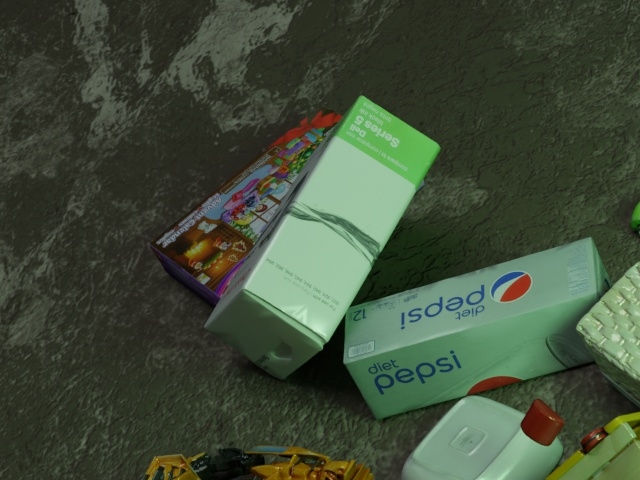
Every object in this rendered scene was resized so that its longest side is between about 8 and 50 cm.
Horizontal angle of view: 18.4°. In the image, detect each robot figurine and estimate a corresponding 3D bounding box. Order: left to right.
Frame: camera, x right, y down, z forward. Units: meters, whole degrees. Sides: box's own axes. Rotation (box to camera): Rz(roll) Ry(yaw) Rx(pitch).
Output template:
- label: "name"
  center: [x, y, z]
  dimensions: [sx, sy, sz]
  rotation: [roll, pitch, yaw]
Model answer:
- label: "robot figurine"
  center: [-0.091, 0.291, 2.061]
  dimensions: [0.291, 0.085, 0.211]
  rotation: [-1, 44, 32]

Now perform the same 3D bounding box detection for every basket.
- label: "basket"
  center: [0.347, 0.111, 1.953]
  dimensions: [0.113, 0.103, 0.167]
  rotation: [-46, 38, -4]

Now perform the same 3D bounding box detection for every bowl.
- label: "bowl"
  center: [0.159, 0.219, 2.009]
  dimensions: [0.142, 0.053, 0.142]
  rotation: [-44, 40, -21]

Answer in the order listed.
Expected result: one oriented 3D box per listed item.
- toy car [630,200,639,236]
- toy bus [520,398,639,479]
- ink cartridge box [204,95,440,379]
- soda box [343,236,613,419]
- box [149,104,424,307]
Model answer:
- label: "toy car"
  center: [0.419, -0.015, 2.108]
  dimensions: [0.225, 0.053, 0.239]
  rotation: [21, 59, 46]
- label: "toy bus"
  center: [0.268, 0.249, 1.857]
  dimensions: [0.202, 0.191, 0.104]
  rotation: [9, 8, 39]
- label: "ink cartridge box"
  center: [0.000, 0.000, 2.214]
  dimensions: [0.273, 0.115, 0.198]
  rotation: [-59, 5, -22]
- label: "soda box"
  center: [0.173, 0.096, 2.104]
  dimensions: [0.286, 0.098, 0.091]
  rotation: [-16, 38, 16]
- label: "box"
  center: [-0.043, -0.033, 2.428]
  dimensions: [0.293, 0.057, 0.201]
  rotation: [-40, 39, -14]
